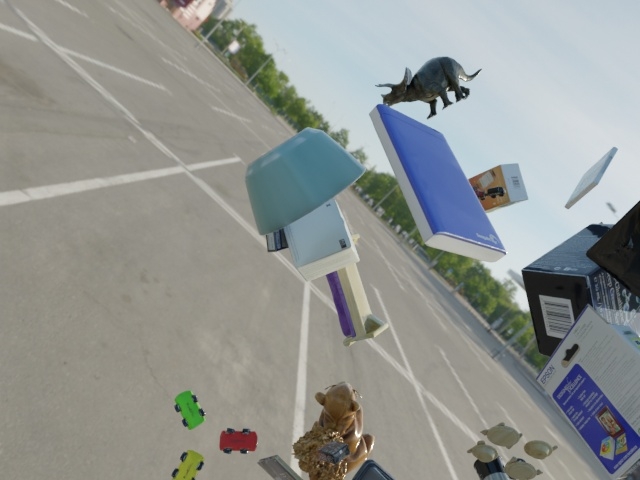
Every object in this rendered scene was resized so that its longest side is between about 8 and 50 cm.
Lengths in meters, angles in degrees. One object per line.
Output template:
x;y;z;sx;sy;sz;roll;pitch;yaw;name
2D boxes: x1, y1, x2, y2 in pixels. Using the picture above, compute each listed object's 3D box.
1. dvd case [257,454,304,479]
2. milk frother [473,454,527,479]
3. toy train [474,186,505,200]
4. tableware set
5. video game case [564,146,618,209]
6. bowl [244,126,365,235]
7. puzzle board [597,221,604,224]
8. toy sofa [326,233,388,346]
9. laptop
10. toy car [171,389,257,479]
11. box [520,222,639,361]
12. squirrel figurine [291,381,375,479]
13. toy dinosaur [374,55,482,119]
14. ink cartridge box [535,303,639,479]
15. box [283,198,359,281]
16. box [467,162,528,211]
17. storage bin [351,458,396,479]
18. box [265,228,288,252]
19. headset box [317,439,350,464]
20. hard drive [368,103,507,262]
-0.076;0.701;1.441;0.221;0.018;0.164;44;-36;1;dvd case
0.521;0.675;1.395;0.134;0.143;0.129;-101;166;-56;milk frother
0.448;-0.128;1.451;0.036;0.158;0.027;34;53;-48;toy train
0.404;0.447;1.065;0.169;0.141;0.020;25;36;-1;tableware set
0.984;-0.224;1.838;0.023;0.183;0.201;35;-20;10;video game case
-0.061;-0.163;1.237;0.163;0.312;0.311;59;5;-12;bowl
1.019;0.009;1.836;0.011;0.096;0.128;17;41;-56;puzzle board
0.082;0.168;1.731;0.150;0.177;0.362;-12;84;-64;toy sofa
0.953;-0.008;1.319;0.236;0.382;0.408;49;20;28;laptop
-0.309;0.499;1.321;0.224;0.239;0.053;58;-14;16;toy car
0.838;0.151;1.529;0.212;0.396;0.293;4;-65;57;box
0.061;0.784;2.048;0.281;0.370;0.397;16;33;17;squirrel figurine
0.325;-0.438;1.376;0.160;0.314;0.121;60;-10;-3;toy dinosaur
0.714;0.367;1.247;0.072;0.303;0.307;-1;38;-20;ink cartridge box
0.000;0.000;1.534;0.119;0.182;0.180;58;12;-59;box
0.585;-0.170;1.693;0.170;0.091;0.129;-26;-105;59;box
0.152;0.621;1.231;0.135;0.098;0.091;46;-15;-17;storage bin
-0.124;-0.040;1.590;0.225;0.037;0.136;-15;99;-75;box
0.036;0.620;1.482;0.062;0.083;0.032;-20;93;-38;headset box
0.222;-0.113;0.972;0.210;0.040;0.318;13;47;-38;hard drive
